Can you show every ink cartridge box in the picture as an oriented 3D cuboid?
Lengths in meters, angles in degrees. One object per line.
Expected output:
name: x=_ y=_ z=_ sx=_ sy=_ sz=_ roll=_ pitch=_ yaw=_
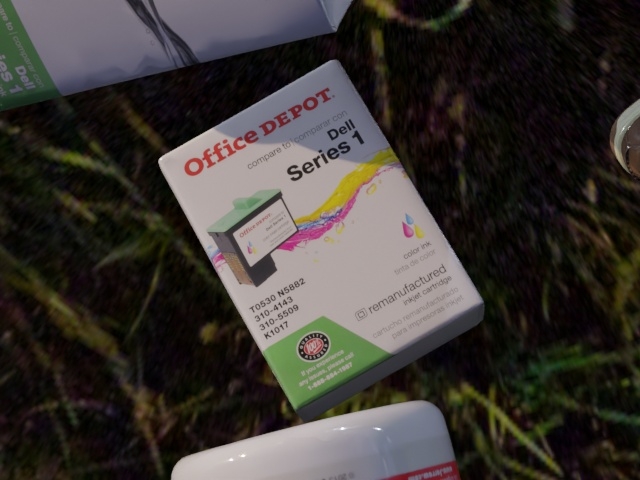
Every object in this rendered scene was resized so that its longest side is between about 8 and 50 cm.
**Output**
ink cartridge box: x=0.000 y=0.000 z=1.505 sx=0.201 sy=0.117 sz=0.278 roll=-30 pitch=76 yaw=-2
ink cartridge box: x=-0.081 y=-0.164 z=0.875 sx=0.219 sy=0.160 sz=0.093 roll=-9 pitch=121 yaw=24

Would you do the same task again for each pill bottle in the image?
pill bottle: x=0.033 y=0.346 z=1.243 sx=0.229 sy=0.229 sz=0.408 roll=-14 pitch=82 yaw=6

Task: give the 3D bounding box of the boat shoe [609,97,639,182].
boat shoe: x=0.371 y=-0.133 z=1.353 sx=0.257 sy=0.095 sz=0.095 roll=-44 pitch=113 yaw=11
